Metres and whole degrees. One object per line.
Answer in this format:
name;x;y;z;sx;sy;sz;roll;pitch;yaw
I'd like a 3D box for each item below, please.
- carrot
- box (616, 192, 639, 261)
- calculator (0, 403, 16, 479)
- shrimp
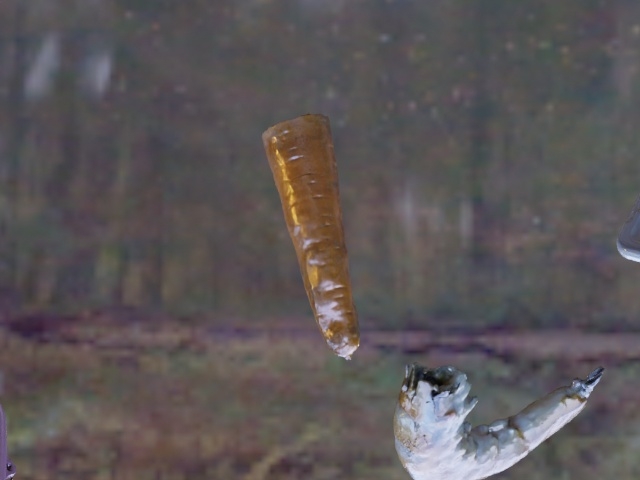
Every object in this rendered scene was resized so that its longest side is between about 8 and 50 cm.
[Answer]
carrot;0.000;0.000;1.544;0.061;0.210;0.061;-12;167;-3
box;0.295;-0.003;1.366;0.122;0.089;0.062;16;159;39
calculator;-0.407;0.168;1.719;0.294;0.194;0.043;28;128;-33
shrimp;0.188;0.218;2.101;0.287;0.068;0.185;6;129;-33
